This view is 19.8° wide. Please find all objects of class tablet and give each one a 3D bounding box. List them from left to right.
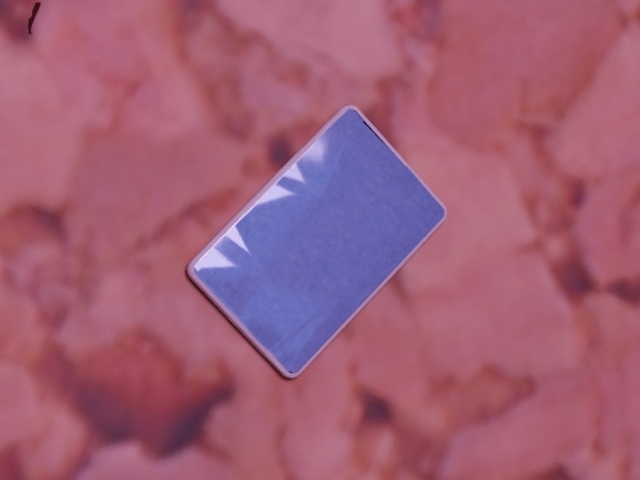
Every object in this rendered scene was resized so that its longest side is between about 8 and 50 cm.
[{"bbox_3d":[0.000,0.000,0.621,0.083,0.006,0.054,-46,102,-15],"label":"tablet"}]
